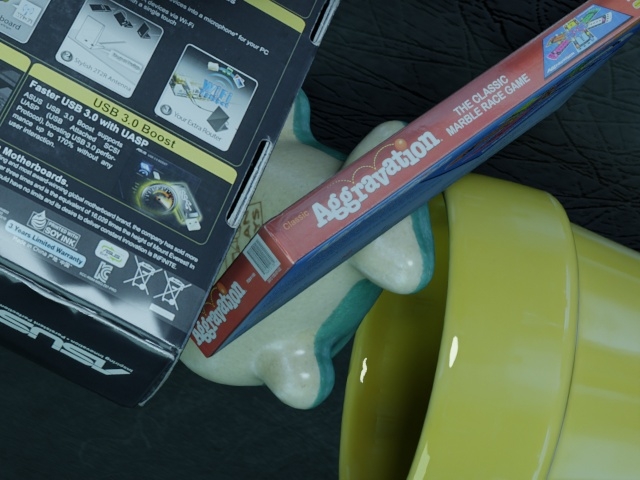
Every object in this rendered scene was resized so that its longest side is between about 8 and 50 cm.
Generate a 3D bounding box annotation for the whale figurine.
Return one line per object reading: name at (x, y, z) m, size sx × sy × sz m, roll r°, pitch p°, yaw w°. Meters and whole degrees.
whale figurine at (0.000, 0.000, 1.161) m, size 0.141 × 0.216 × 0.272 m, roll 1°, pitch 168°, yaw -36°

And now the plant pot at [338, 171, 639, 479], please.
plant pot at (0.157, 0.099, 1.154) m, size 0.239 × 0.254 × 0.254 m, roll 12°, pitch 153°, yaw -10°

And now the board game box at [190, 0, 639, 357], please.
board game box at (0.058, -0.043, 0.942) m, size 0.027 × 0.281 × 0.145 m, roll 52°, pitch 151°, yaw 5°

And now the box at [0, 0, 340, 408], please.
box at (-0.196, -0.143, 0.897) m, size 0.395 × 0.318 × 0.097 m, roll 26°, pitch 151°, yaw -8°
